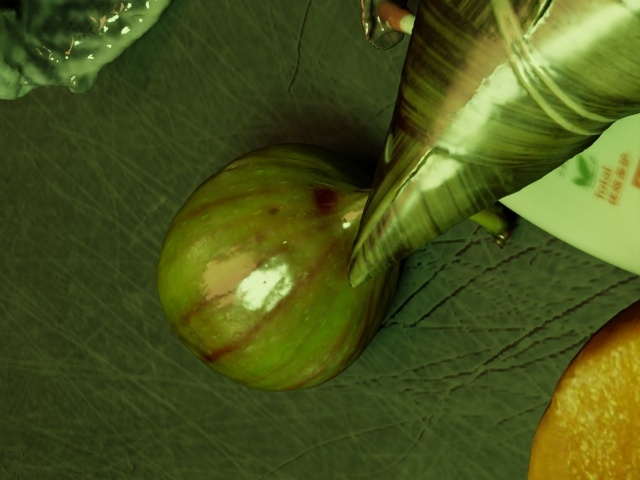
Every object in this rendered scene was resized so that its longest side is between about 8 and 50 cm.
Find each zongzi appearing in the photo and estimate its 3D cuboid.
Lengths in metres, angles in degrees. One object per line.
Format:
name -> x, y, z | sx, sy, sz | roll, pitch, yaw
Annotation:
zongzi -> 0.070, -0.135, 0.836 | 0.241, 0.111, 0.247 | -34, 54, 21

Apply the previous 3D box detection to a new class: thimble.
thimble -> -0.196, -0.222, 1.146 | 0.157, 0.217, 0.245 | 56, 150, 31

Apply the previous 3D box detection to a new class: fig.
fig -> -0.011, 0.011, 1.024 | 0.148, 0.142, 0.186 | 46, 148, -1

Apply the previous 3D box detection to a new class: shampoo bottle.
shampoo bottle -> 0.116, -0.089, 0.912 | 0.284, 0.071, 0.153 | 29, 109, 42

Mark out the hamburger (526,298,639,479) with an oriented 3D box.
hamburger -> 0.234, 0.110, 0.692 | 0.291, 0.225, 0.291 | 21, 120, 42
